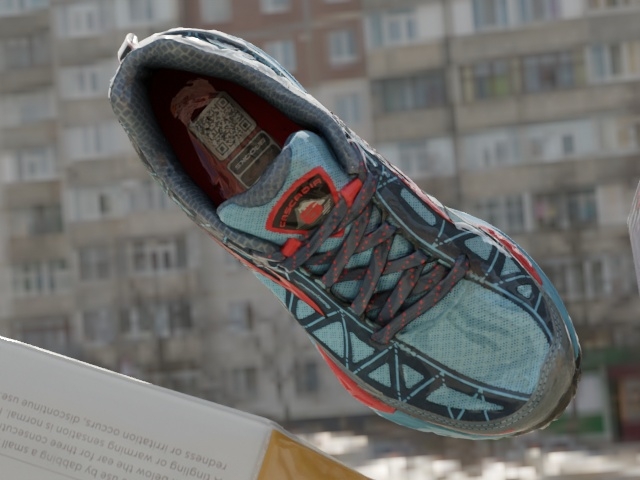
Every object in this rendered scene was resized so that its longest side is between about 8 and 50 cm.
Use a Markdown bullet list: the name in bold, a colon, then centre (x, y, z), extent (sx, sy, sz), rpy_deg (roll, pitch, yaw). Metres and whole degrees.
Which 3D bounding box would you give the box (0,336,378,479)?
- **box**: centre (-0.117, 0.238, 0.893), extent (0.168, 0.345, 0.215), rpy_deg (16, -8, 19)

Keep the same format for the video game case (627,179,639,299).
- **video game case**: centre (0.186, -0.066, 0.914), extent (0.023, 0.201, 0.183), rpy_deg (15, 20, 0)

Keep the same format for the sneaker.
- **sneaker**: centre (0.000, 0.000, 0.887), extent (0.262, 0.104, 0.125), rpy_deg (38, 4, 14)
